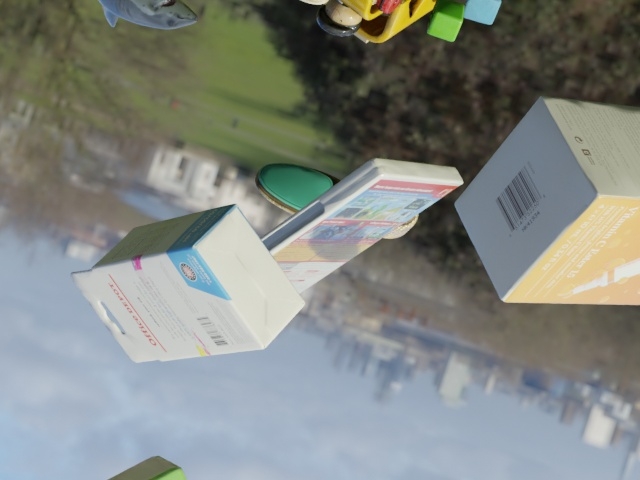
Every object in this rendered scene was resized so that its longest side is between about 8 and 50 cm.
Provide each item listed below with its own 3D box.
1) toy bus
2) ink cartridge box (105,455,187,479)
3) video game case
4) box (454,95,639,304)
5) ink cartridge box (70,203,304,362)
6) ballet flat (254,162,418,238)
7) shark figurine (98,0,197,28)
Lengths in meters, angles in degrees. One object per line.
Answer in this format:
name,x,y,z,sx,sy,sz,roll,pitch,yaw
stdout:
toy bus,0.050,-0.239,1.455,0.202,0.191,0.104,6,138,-14
ink cartridge box,-0.184,0.386,1.566,0.198,0.273,0.115,-26,-173,-18
video game case,0.000,0.000,1.688,0.204,0.285,0.025,1,-122,-61
box,0.387,-0.043,2.007,0.345,0.215,0.168,2,-130,-34
ink cartridge box,-0.112,0.039,1.266,0.181,0.061,0.104,-11,119,48
ballet flat,0.017,-0.041,1.917,0.206,0.073,0.067,16,153,7
shark figurine,-0.257,-0.335,1.960,0.166,0.278,0.116,-7,138,-10
